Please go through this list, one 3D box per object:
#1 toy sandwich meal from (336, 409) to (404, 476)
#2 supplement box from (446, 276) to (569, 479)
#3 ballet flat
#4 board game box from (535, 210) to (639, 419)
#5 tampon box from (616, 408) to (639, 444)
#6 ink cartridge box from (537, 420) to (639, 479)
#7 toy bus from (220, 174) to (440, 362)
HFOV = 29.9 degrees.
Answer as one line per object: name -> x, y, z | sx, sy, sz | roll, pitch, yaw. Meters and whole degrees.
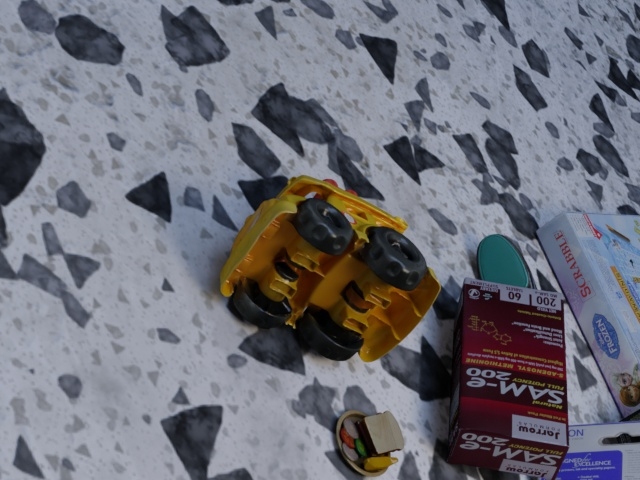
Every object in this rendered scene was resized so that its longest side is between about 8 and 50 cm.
toy sandwich meal -> 0.054, 0.214, 1.285 | 0.085, 0.029, 0.086 | 28, 42, -29
supplement box -> 0.224, 0.161, 1.433 | 0.130, 0.073, 0.239 | 9, 45, 0
ballet flat -> 0.268, 0.086, 1.601 | 0.074, 0.074, 0.203 | 6, 50, -44
board game box -> 0.500, 0.110, 1.820 | 0.318, 0.066, 0.319 | 2, 59, -45
tampon box -> 0.491, 0.268, 1.585 | 0.161, 0.101, 0.120 | -20, 94, -34
ink cartridge box -> 0.357, 0.302, 1.400 | 0.208, 0.206, 0.045 | -73, 149, -46
toy bus -> 0.000, 0.000, 1.328 | 0.220, 0.149, 0.211 | 25, 31, -28
